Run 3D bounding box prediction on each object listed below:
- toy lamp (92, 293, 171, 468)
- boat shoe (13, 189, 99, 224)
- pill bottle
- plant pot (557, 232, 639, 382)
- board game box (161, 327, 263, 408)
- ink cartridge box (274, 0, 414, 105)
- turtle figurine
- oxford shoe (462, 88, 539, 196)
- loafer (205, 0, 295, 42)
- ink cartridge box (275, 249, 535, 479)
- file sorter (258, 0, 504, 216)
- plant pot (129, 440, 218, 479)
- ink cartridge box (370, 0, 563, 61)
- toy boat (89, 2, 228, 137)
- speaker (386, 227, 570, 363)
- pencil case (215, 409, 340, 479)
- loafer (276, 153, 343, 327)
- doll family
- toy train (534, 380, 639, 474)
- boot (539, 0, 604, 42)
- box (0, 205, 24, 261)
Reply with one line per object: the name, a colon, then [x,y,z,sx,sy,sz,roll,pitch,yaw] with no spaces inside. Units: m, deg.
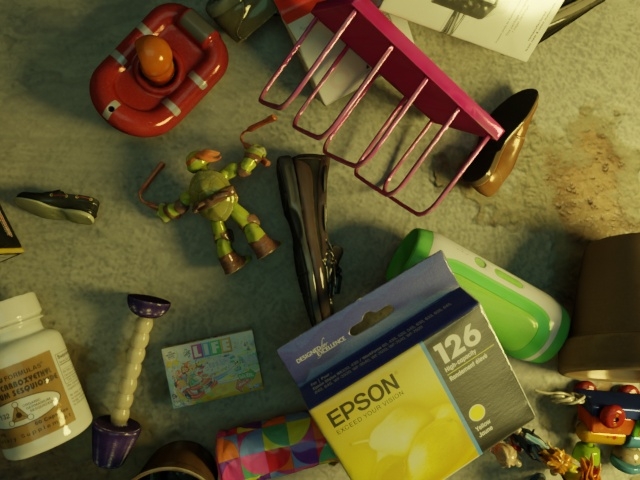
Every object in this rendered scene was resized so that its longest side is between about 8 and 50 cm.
toy lamp: [-0.312,0.228,0.886,0.080,0.080,0.275,12,89,-7]
boat shoe: [-0.428,-0.059,0.889,0.133,0.049,0.042,10,61,0]
pill bottle: [-0.455,0.203,0.842,0.131,0.131,0.229,-20,93,-6]
plant pot: [0.535,0.117,0.921,0.263,0.263,0.229,5,71,-7]
board game box: [-0.182,0.216,0.926,0.154,0.026,0.103,-12,91,-6]
ink cartridge box: [0.036,-0.368,0.888,0.189,0.066,0.232,-30,124,-5]
turtle figurine: [-0.151,-0.067,0.879,0.269,0.087,0.217,-29,98,8]
oxford shoe: [0.329,-0.174,0.972,0.076,0.076,0.212,37,83,-36]
loafer: [-0.068,-0.416,0.913,0.251,0.094,0.087,-31,124,-4]
ink cartridge box: [0.138,0.223,0.834,0.303,0.072,0.307,-31,105,-5]
file sorter: [0.078,-0.194,0.826,0.290,0.202,0.182,34,96,-24]
plant pot: [-0.228,0.405,0.853,0.167,0.165,0.167,0,90,-6]
ink cartridge box: [0.181,-0.381,0.793,0.273,0.197,0.114,8,126,-27]
toy boat: [-0.257,-0.271,0.850,0.151,0.151,0.231,42,86,-5]
speaker: [0.265,0.095,0.928,0.296,0.131,0.131,28,87,-6]
pencil case: [-0.056,0.345,0.908,0.236,0.104,0.104,-9,92,-5]
loafer: [0.000,0.000,0.909,0.095,0.109,0.302,-12,89,-11]
doll family: [0.382,0.371,0.924,0.263,0.163,0.118,42,86,-5]
toy train: [0.481,0.337,0.975,0.248,0.105,0.143,6,103,-7]
boot: [0.391,-0.517,0.930,0.377,0.138,0.284,-35,95,-9]
box: [-0.571,-0.110,0.763,0.079,0.257,0.322,-26,93,-5]
